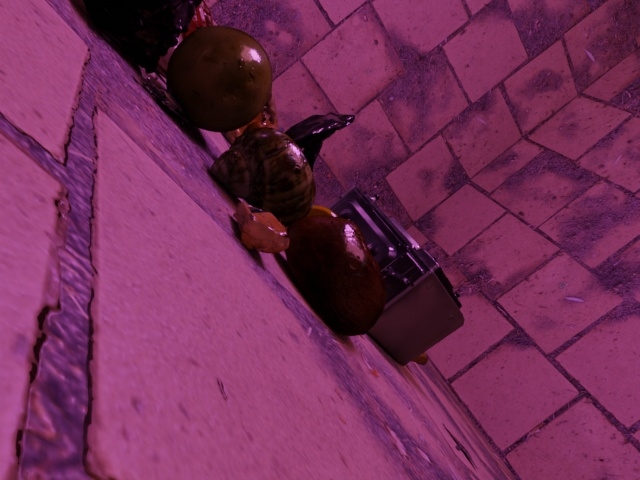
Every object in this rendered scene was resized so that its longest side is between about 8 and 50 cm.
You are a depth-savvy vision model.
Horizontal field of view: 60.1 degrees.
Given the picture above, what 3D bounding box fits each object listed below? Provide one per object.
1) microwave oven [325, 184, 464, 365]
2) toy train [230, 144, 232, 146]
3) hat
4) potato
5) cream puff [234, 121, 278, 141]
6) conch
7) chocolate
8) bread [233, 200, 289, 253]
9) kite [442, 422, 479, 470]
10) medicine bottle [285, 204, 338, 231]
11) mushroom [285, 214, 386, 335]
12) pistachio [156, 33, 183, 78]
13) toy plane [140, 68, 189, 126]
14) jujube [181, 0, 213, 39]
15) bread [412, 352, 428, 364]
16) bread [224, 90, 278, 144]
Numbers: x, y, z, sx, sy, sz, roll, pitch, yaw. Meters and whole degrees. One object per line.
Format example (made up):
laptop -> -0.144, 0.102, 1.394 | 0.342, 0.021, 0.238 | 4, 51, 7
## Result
microwave oven -> 0.175, 0.088, 1.516 | 0.333, 0.247, 0.394 | 49, 4, -48
toy train -> -0.198, -0.219, 1.577 | 0.148, 0.038, 0.071 | 53, 6, 12
hat -> -0.083, -0.253, 1.611 | 0.257, 0.366, 0.382 | 37, 15, 27
potato -> -0.203, -0.321, 1.116 | 0.215, 0.216, 0.304 | 51, -4, -11
cream puff -> -0.114, -0.150, 1.157 | 0.189, 0.130, 0.189 | 51, 19, -25
conch -> -0.096, -0.102, 0.969 | 0.182, 0.187, 0.124 | 17, 29, -3
chocolate -> -0.315, -0.407, 1.032 | 0.224, 0.207, 0.177 | -104, -170, -45
bread -> -0.086, -0.015, 0.791 | 0.072, 0.053, 0.106 | 24, 13, -24
kite -> 0.336, 0.497, 1.337 | 0.137, 0.005, 0.152 | 51, 3, 37
medicine bottle -> 0.000, 0.000, 1.165 | 0.121, 0.122, 0.212 | 52, 3, 10
mushroom -> 0.039, 0.054, 0.956 | 0.231, 0.138, 0.194 | 49, 4, -28
pistachio -> -0.371, -0.457, 1.263 | 0.185, 0.108, 0.126 | 58, 24, -22
toy plane -> -0.276, -0.252, 0.969 | 0.120, 0.031, 0.049 | 52, 11, -39
jujube -> -0.360, -0.520, 1.466 | 0.342, 0.216, 0.216 | 65, 7, 15
bread -> 0.254, 0.288, 1.641 | 0.187, 0.065, 0.149 | 64, -24, 16
bread -> -0.207, -0.339, 1.743 | 0.204, 0.163, 0.261 | 44, 51, -75
